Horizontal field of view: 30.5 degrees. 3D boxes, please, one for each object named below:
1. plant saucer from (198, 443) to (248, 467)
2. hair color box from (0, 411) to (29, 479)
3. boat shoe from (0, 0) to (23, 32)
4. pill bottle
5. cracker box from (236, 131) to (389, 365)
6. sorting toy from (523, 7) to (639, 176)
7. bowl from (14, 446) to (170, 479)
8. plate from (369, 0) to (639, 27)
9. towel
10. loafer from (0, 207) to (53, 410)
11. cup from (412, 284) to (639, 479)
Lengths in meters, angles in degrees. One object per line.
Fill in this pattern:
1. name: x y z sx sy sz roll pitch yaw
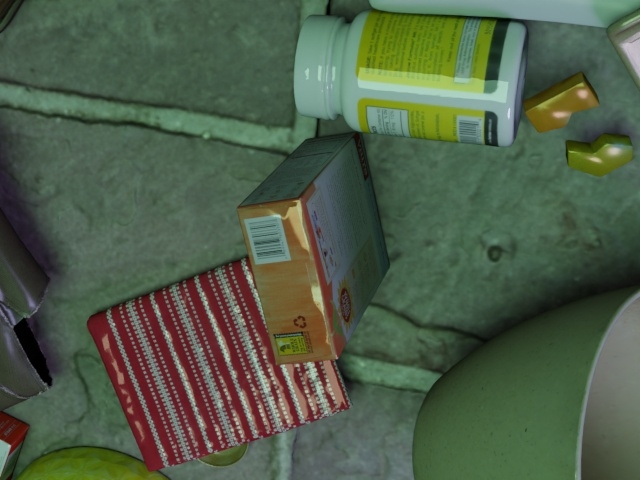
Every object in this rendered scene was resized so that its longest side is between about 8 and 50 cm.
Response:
1. plant saucer: -0.121 0.224 1.367 0.083 0.015 0.083 5 110 14
2. hair color box: -0.453 0.237 1.442 0.167 0.053 0.093 26 114 3
3. boat shoe: -0.314 -0.322 1.169 0.110 0.104 0.307 30 114 3
4. pill bottle: 0.086 -0.157 1.113 0.208 0.119 0.119 8 111 12
5. cracker box: 0.000 0.000 1.132 0.067 0.232 0.156 -7 107 19
6. sorting toy: 0.354 -0.132 1.044 0.307 0.041 0.229 -27 124 22
7. bowl: -0.285 0.410 1.404 0.289 0.156 0.290 5 110 13
8. plate: 0.185 -0.334 1.029 0.278 0.045 0.277 7 97 12
9. towel: -0.117 0.136 1.316 0.274 0.031 0.199 -20 95 20
10. loafer: -0.370 0.031 1.319 0.130 0.134 0.366 -5 120 -7
11. cup: 0.231 0.209 1.131 0.237 0.331 0.331 -5 110 43
